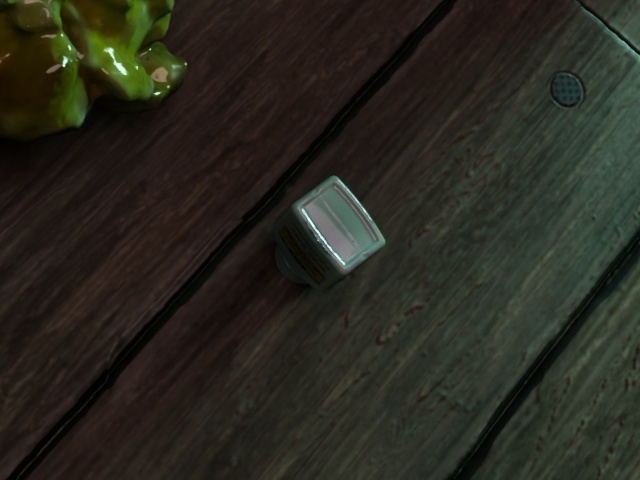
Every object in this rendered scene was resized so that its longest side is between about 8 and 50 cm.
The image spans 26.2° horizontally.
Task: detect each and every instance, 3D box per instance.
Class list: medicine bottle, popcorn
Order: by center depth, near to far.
[{"bbox_3d":[-0.222,-0.177,1.099,0.251,0.205,0.237,41,51,-22],"label":"popcorn"},{"bbox_3d":[0.000,0.000,1.158,0.055,0.118,0.074,-38,90,-21],"label":"medicine bottle"}]
